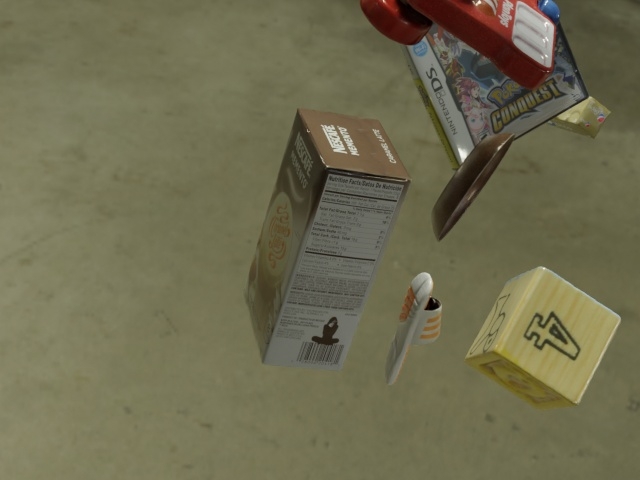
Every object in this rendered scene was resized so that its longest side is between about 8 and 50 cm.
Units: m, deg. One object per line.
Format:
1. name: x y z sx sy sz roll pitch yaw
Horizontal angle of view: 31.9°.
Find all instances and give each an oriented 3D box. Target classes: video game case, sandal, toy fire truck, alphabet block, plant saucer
1. video game case: 0.286 -0.286 1.843 0.275 0.248 0.035 -30 15 -13
2. sandal: 0.196 0.180 2.239 0.076 0.265 0.102 12 31 -9
3. toy fire truck: 0.210 -0.335 1.510 0.254 0.169 0.302 35 32 -8
4. alphabet block: 0.423 0.192 2.149 0.193 0.192 0.197 32 75 -2
5. plant saucer: 0.222 -0.088 1.684 0.036 0.199 0.198 35 35 9

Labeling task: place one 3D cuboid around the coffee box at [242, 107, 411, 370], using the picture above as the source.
1. coffee box: 0.000 0.000 1.207 0.098 0.246 0.141 8 29 -20

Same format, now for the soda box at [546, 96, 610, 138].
1. soda box: 0.467 -0.249 2.141 0.058 0.061 0.181 30 1 -29
